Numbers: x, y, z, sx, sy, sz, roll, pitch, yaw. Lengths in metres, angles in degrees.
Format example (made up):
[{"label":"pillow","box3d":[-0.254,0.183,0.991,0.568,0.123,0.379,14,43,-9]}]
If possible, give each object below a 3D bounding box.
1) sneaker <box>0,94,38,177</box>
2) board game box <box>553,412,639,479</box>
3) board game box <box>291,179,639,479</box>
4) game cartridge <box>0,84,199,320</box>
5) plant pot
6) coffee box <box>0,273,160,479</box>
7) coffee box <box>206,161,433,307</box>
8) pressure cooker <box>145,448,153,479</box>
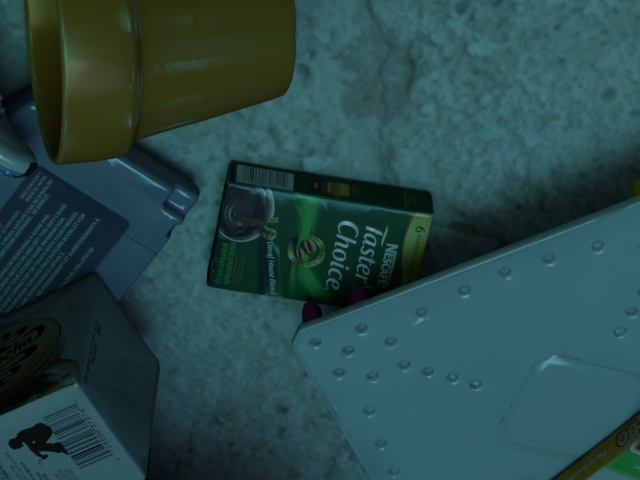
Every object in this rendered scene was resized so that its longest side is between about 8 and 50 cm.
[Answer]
[{"label":"sneaker","box3d":[-0.288,-0.134,1.501,0.083,0.071,0.190,-44,85,9]},{"label":"board game box","box3d":[0.290,0.232,1.704,0.124,0.039,0.259,34,120,-26]},{"label":"board game box","box3d":[0.224,0.138,1.678,0.390,0.050,0.390,-21,126,12]},{"label":"game cartridge","box3d":[-0.268,0.010,1.623,0.198,0.062,0.297,35,114,-14]},{"label":"plant pot","box3d":[-0.124,-0.168,1.448,0.188,0.205,0.205,-5,122,-15]},{"label":"coffee box","box3d":[-0.297,0.170,1.591,0.297,0.168,0.119,-24,118,14]},{"label":"coffee box","box3d":[0.000,0.000,1.625,0.184,0.040,0.113,10,120,-7]},{"label":"pressure cooker","box3d":[-0.201,0.408,1.659,0.370,0.420,0.375,-42,128,-13]}]
